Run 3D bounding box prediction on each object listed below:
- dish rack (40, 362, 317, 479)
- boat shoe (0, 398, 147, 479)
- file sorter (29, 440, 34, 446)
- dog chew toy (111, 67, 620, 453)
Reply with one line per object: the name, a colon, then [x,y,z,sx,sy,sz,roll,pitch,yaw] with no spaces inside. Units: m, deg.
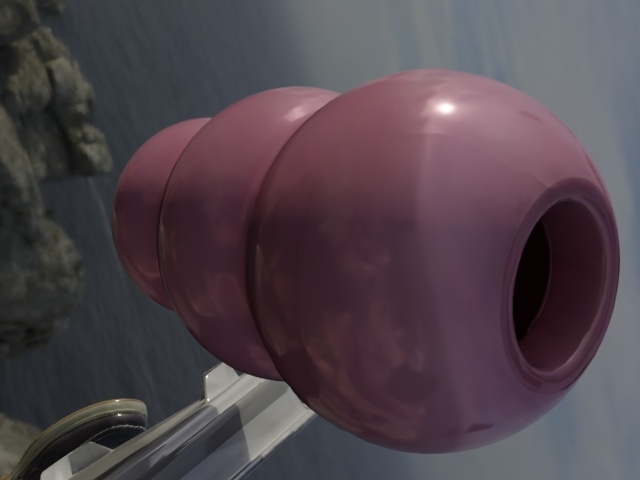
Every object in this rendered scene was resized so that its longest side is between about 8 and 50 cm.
dish rack: [-0.170,0.193,0.776,0.072,0.285,0.333,58,29,-1]
boat shoe: [-0.277,0.268,1.157,0.103,0.285,0.092,27,30,-53]
file sorter: [-0.293,0.321,1.312,0.118,0.104,0.170,44,37,-38]
dog chew toy: [0.000,0.000,0.656,0.332,0.206,0.207,10,-52,42]
